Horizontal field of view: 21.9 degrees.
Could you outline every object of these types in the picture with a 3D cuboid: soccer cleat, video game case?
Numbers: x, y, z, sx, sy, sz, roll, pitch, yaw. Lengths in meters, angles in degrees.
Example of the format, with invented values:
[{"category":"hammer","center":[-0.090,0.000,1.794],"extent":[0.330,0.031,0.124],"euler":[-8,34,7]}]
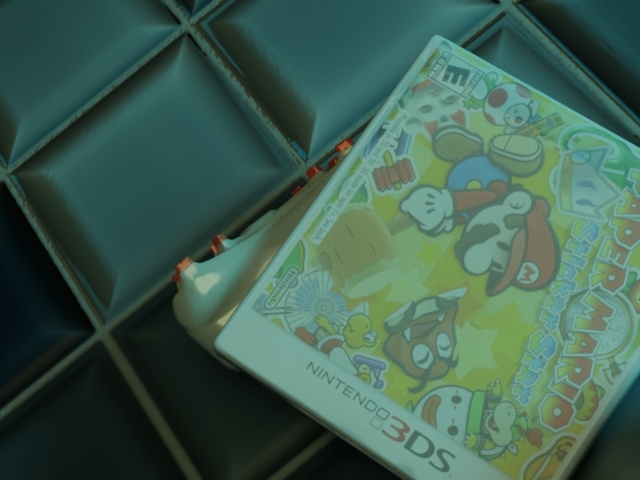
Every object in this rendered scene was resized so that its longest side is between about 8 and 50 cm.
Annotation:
[{"category":"soccer cleat","center":[0.000,0.000,0.993],"extent":[0.196,0.068,0.076],"euler":[-37,85,-8]},{"category":"video game case","center":[0.086,0.023,0.918],"extent":[0.206,0.026,0.227],"euler":[32,79,18]}]
